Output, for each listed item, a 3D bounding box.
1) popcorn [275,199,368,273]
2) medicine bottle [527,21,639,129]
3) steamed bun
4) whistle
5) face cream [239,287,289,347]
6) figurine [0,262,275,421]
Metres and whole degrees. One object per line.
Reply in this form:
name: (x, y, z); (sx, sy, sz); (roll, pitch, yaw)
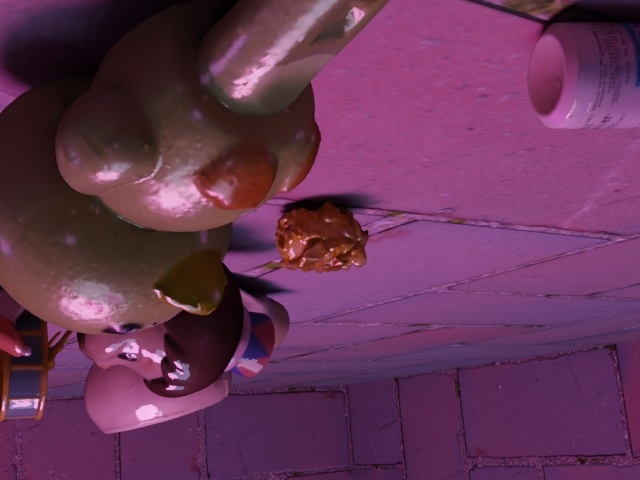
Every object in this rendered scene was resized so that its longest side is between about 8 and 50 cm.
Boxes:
popcorn: (0.000, 0.000, 0.732); (0.082, 0.057, 0.083); (-11, 169, 31)
medicine bottle: (0.153, -0.082, 0.428); (0.089, 0.052, 0.052); (-2, 167, -12)
steamed bun: (-0.261, 0.207, 1.359); (0.231, 0.145, 0.232); (-16, 176, -1)
whistle: (-0.058, -0.033, 0.390); (0.294, 0.141, 0.141); (-16, 163, 41)
face cream: (-0.124, 0.079, 1.055); (0.114, 0.070, 0.224); (-11, 157, 25)
figurine: (-0.170, 0.078, 0.785); (0.275, 0.158, 0.161); (1, 176, -21)
